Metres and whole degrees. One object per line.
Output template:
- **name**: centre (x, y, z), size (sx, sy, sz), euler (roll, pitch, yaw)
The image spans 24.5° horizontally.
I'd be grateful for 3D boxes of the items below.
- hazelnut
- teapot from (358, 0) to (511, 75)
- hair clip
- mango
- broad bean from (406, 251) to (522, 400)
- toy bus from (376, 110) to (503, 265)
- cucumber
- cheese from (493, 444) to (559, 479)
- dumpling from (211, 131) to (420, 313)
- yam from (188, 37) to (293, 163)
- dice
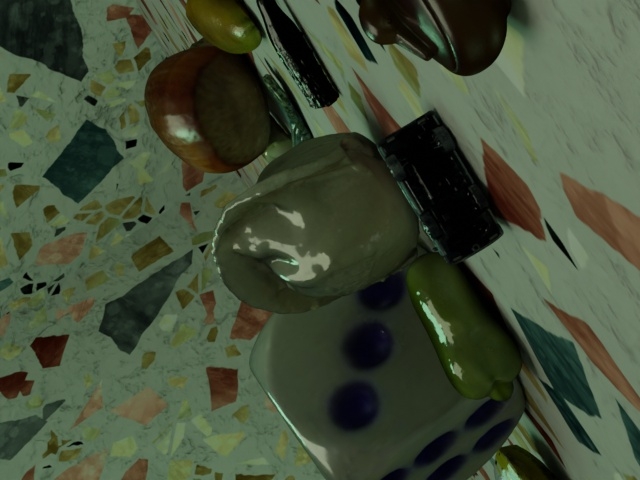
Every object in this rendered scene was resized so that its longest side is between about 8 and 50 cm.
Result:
- **hazelnut**: centre (-0.183, -0.205, 2.324), size (0.214, 0.176, 0.214), euler (16, 124, 25)
- **teapot**: centre (0.054, -0.148, 0.858), size (0.129, 0.078, 0.098), euler (56, 175, 16)
- **hair clip**: centre (-0.041, -0.162, 2.124), size (0.066, 0.036, 0.229), euler (48, 166, 34)
- **mango**: centre (-0.128, -0.295, 1.974), size (0.187, 0.066, 0.101), euler (36, 161, 54)
- **broad bean**: centre (0.156, 0.094, 1.583), size (0.124, 0.082, 0.174), euler (67, 179, -67)
- **toy bus**: centre (0.099, -0.044, 1.254), size (0.123, 0.060, 0.075), euler (59, 180, -4)
- **cucumber**: centre (-0.031, -0.218, 1.619), size (0.039, 0.043, 0.163), euler (-9, 124, 43)
- **cheese**: centre (0.290, 0.336, 1.909), size (0.156, 0.064, 0.250), euler (55, -172, 37)
- **dumpling**: centre (0.001, 0.002, 1.591), size (0.243, 0.227, 0.175), euler (56, -176, -25)
- **yam**: centre (-0.131, -0.232, 2.456), size (0.299, 0.066, 0.066), euler (52, 174, 32)
- **dice**: centre (0.081, 0.175, 1.790), size (0.251, 0.259, 0.243), euler (53, 177, 31)
